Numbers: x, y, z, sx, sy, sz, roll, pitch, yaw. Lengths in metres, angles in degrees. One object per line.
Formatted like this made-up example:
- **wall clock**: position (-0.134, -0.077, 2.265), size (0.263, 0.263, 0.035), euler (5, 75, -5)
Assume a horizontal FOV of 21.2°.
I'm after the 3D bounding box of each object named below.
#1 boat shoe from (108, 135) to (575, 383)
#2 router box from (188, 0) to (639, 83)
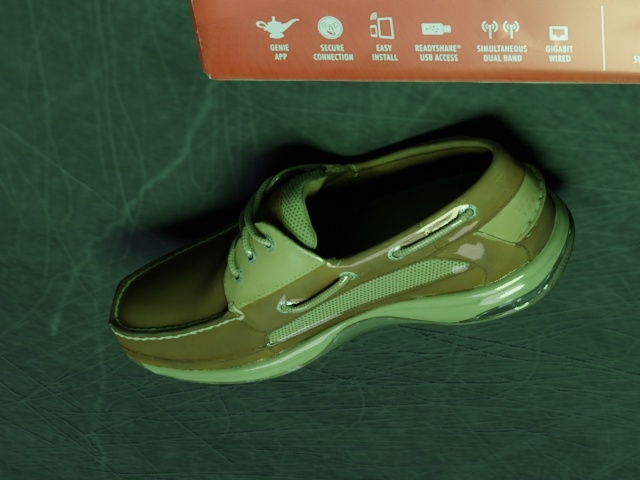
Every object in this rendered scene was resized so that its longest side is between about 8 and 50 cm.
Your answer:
- **boat shoe**: position (0.000, 0.000, 1.131), size (0.324, 0.122, 0.120), euler (-16, 136, 21)
- **router box**: position (0.094, -0.211, 0.688), size (0.335, 0.082, 0.301), euler (2, 127, 16)
